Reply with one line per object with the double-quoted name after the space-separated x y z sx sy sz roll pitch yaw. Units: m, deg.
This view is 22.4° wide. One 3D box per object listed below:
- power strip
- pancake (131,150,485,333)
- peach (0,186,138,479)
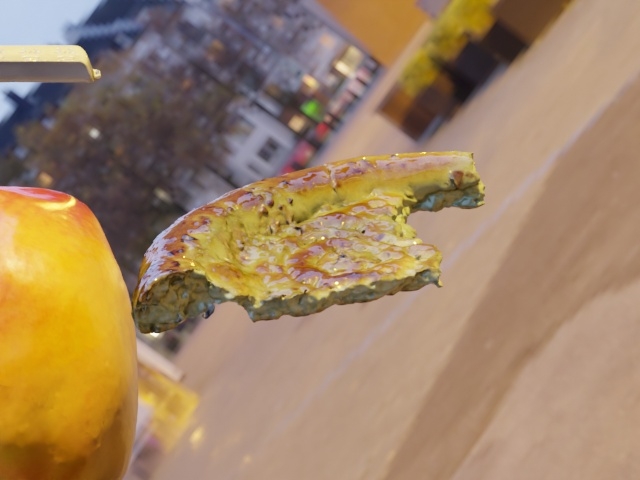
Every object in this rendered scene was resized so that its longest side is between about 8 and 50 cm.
-0.351 -0.179 1.645 0.060 0.252 0.027 -117 28 -64 "power strip"
-0.001 -0.005 1.113 0.376 0.197 0.054 -31 -51 -53 "pancake"
-0.278 0.097 1.242 0.289 0.289 0.308 -52 39 41 "peach"
